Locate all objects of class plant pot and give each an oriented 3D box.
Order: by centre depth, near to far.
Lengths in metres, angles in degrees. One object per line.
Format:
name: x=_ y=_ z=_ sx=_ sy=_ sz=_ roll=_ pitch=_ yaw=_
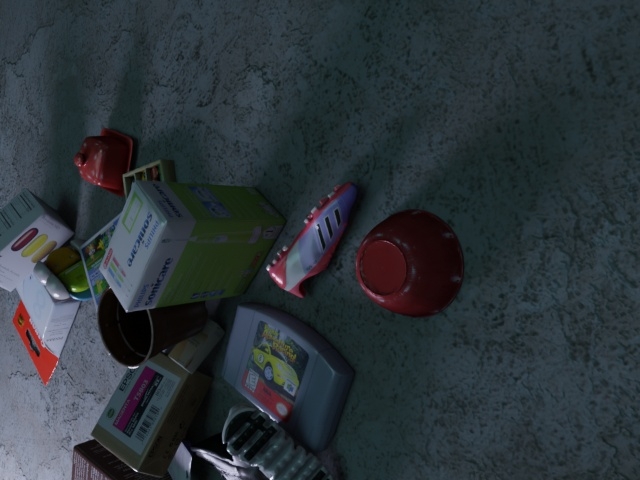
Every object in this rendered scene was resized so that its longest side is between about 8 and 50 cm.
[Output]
plant pot: x=-0.330 y=0.153 z=1.118 sx=0.167 sy=0.165 sz=0.167 roll=5 pitch=99 yaw=34

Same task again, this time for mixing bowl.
mixing bowl: x=0.124 y=0.039 z=0.877 sx=0.181 sy=0.098 sz=0.181 roll=1 pitch=92 yaw=38

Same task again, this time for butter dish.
butter dish: x=-0.569 y=-0.203 z=1.410 sx=0.160 sy=0.118 sz=0.160 roll=24 pitch=107 yaw=35

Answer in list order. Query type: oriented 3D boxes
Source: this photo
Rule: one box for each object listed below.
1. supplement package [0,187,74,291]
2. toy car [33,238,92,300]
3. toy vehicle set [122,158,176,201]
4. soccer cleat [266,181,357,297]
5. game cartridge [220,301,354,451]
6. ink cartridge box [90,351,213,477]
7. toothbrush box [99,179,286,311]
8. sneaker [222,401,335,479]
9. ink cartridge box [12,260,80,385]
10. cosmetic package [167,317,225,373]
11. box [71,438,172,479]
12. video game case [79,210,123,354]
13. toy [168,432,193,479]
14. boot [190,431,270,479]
supplement package: x=-0.863 y=-0.002 z=1.574 sx=0.244 sy=0.139 sz=0.134 roll=-45 pitch=60 yaw=-8
toy car: x=-0.672 y=0.097 z=1.510 sx=0.182 sy=0.159 sz=0.136 roll=31 pitch=145 yaw=33
toy vehicle set: x=-0.403 y=-0.048 z=1.337 sx=0.166 sy=0.035 sz=0.267 roll=-12 pitch=85 yaw=38
soccer cleat: x=0.000 y=0.000 z=1.000 sx=0.095 sy=0.083 sz=0.248 roll=40 pitch=114 yaw=-2
game cartridge: x=-0.075 y=0.247 z=1.079 sx=0.294 sy=0.060 sz=0.196 roll=27 pitch=105 yaw=35
ink cartridge box: x=-0.381 y=0.376 z=1.244 sx=0.193 sy=0.088 sz=0.235 roll=13 pitch=70 yaw=36
toothbrush box: x=-0.236 y=0.007 z=1.047 sx=0.122 sy=0.283 sz=0.206 roll=46 pitch=119 yaw=27
sneaker: x=-0.068 y=0.411 z=1.023 sx=0.292 sy=0.110 sz=0.118 roll=53 pitch=168 yaw=-9
ink cartridge box: x=-0.898 y=0.222 z=1.717 sx=0.308 sy=0.091 sz=0.385 roll=45 pitch=117 yaw=28
cosmetic package: x=-0.268 y=0.224 z=1.198 sx=0.060 sy=0.041 sz=0.115 roll=20 pitch=63 yaw=36
box: x=-0.458 y=0.643 z=1.355 sx=0.381 sy=0.143 sz=0.191 roll=15 pitch=101 yaw=39
video game case: x=-0.453 y=0.085 z=1.329 sx=0.329 sy=0.036 sz=0.300 roll=-30 pitch=75 yaw=34
toy: x=-0.345 y=0.470 z=1.303 sx=0.237 sy=0.056 sz=0.137 roll=33 pitch=123 yaw=40
boot: x=-0.168 y=0.531 z=1.147 sx=0.263 sy=0.091 sz=0.229 roll=-7 pitch=94 yaw=44
